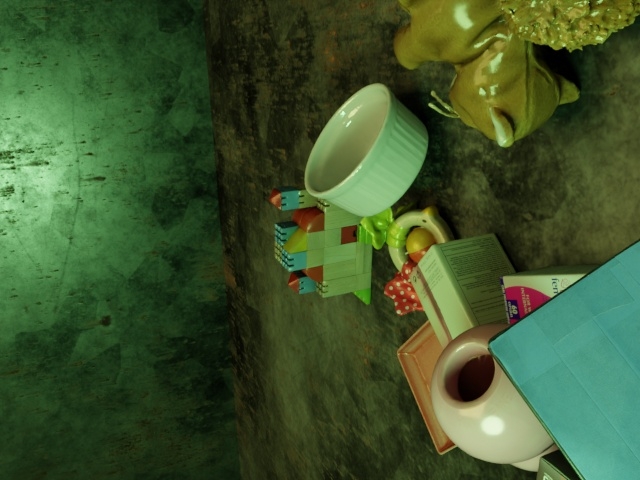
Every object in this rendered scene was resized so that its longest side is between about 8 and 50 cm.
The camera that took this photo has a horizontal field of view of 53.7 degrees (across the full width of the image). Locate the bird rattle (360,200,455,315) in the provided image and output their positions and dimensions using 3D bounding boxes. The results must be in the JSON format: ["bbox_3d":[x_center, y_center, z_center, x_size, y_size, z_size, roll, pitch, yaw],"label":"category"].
[{"bbox_3d":[0.202,0.029,1.376,0.207,0.143,0.253,-26,77,48],"label":"bird rattle"}]

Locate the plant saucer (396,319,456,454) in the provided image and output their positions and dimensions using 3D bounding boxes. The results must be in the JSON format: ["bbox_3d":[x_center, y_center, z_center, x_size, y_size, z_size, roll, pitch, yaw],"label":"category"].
[{"bbox_3d":[0.281,0.310,1.389,0.258,0.048,0.259,68,152,25],"label":"plant saucer"}]

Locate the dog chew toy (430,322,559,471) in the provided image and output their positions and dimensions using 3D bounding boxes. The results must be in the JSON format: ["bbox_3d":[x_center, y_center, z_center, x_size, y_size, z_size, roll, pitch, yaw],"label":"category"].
[{"bbox_3d":[0.324,0.263,0.989,0.207,0.332,0.206,-31,41,32],"label":"dog chew toy"}]

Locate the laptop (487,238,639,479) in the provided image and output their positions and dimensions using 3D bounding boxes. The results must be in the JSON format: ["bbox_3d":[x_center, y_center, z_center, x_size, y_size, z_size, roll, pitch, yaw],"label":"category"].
[{"bbox_3d":[0.455,0.138,0.619,0.382,0.236,0.408,56,149,16],"label":"laptop"}]

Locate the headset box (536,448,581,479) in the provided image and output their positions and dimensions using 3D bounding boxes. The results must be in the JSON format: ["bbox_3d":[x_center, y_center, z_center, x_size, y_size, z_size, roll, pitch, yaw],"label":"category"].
[{"bbox_3d":[0.418,0.402,0.914,0.110,0.218,0.293,36,130,56],"label":"headset box"}]

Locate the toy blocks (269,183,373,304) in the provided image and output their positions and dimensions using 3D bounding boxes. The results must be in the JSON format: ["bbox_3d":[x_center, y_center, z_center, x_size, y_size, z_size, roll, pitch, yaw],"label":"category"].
[{"bbox_3d":[0.000,0.000,1.631,0.191,0.261,0.381,38,133,56],"label":"toy blocks"}]

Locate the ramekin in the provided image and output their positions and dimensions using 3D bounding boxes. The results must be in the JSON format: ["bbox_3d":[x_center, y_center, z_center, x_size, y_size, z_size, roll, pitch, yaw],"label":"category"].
[{"bbox_3d":[0.102,-0.185,1.360,0.277,0.135,0.277,-42,31,33],"label":"ramekin"}]

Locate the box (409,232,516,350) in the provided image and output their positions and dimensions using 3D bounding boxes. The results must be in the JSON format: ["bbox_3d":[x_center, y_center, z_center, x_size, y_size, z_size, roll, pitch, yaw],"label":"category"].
[{"bbox_3d":[0.290,0.122,1.175,0.126,0.149,0.232,117,138,-54],"label":"box"}]

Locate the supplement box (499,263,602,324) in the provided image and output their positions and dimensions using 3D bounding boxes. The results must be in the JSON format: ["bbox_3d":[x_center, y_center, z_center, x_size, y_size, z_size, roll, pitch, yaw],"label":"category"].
[{"bbox_3d":[0.398,0.097,0.976,0.220,0.114,0.111,-11,87,64],"label":"supplement box"}]

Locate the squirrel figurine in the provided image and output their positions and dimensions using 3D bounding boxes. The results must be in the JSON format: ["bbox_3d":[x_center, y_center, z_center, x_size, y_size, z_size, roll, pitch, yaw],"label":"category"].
[{"bbox_3d":[0.260,-0.326,0.891,0.397,0.281,0.370,-10,108,58],"label":"squirrel figurine"}]
